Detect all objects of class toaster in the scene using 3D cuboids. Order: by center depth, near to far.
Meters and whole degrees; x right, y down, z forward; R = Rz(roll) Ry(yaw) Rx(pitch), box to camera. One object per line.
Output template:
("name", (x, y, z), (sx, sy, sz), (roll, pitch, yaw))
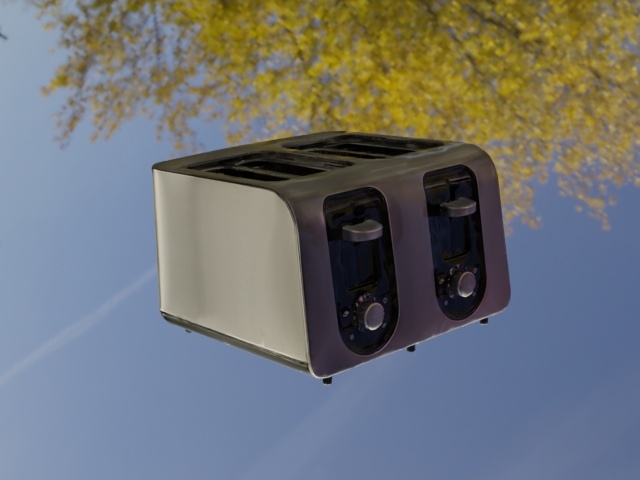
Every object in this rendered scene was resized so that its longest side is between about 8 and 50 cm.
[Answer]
("toaster", (0.000, 0.000, 0.654), (0.186, 0.168, 0.110), (13, -70, 48))
